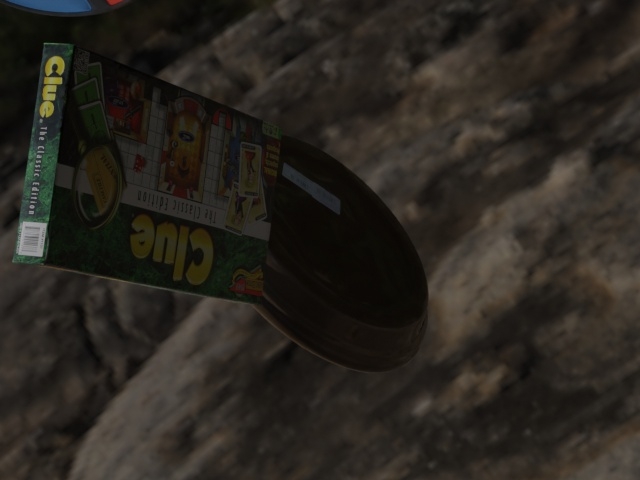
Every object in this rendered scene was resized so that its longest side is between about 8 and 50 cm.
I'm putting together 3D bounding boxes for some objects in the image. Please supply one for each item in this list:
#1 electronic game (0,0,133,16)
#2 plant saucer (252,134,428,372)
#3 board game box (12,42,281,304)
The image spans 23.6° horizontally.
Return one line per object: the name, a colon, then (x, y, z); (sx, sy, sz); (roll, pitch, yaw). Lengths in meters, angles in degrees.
electronic game: (-0.228, -0.266, 1.220); (0.229, 0.229, 0.048); (-23, 40, 37)
plant saucer: (0.000, 0.000, 1.423); (0.041, 0.278, 0.278); (-45, 10, 29)
board game box: (-0.105, -0.035, 1.021); (0.030, 0.136, 0.260); (7, -4, 28)
